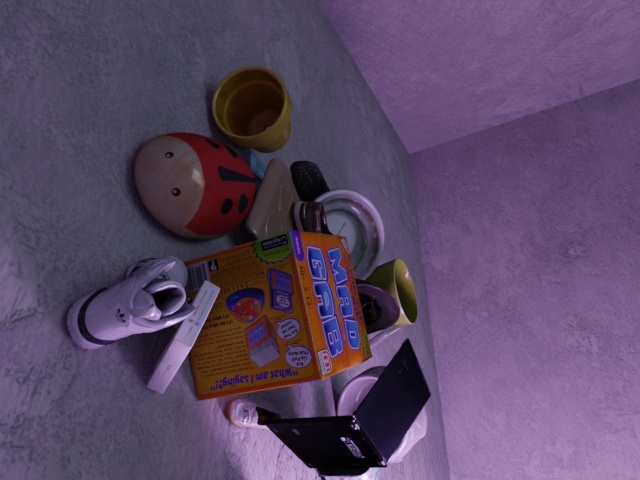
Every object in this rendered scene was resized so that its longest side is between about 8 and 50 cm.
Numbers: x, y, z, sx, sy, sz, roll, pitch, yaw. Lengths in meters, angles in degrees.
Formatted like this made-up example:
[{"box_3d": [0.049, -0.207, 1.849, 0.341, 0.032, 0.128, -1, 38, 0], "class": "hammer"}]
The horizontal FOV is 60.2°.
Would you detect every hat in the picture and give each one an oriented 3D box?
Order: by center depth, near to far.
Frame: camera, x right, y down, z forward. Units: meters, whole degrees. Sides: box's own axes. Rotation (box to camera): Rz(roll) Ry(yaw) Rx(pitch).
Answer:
[{"box_3d": [0.139, 0.223, 2.115, 0.331, 0.331, 0.134, 55, 27, -38], "class": "hat"}]

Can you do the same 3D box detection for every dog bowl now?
[{"box_3d": [0.207, 0.634, 1.999, 0.102, 0.348, 0.349, 9, 67, -51], "class": "dog bowl"}]

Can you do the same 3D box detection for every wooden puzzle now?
[{"box_3d": [-0.144, -0.048, 1.870, 0.348, 0.080, 0.322, 62, 33, -44], "class": "wooden puzzle"}]

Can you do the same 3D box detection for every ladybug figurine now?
[{"box_3d": [-0.312, -0.158, 1.523, 0.449, 0.161, 0.305, -9, 83, -67], "class": "ladybug figurine"}]

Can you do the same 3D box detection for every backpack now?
[{"box_3d": [0.106, 0.760, 1.853, 0.144, 0.188, 0.166, 65, 24, -20], "class": "backpack"}]

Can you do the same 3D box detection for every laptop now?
[{"box_3d": [0.103, 0.504, 1.657, 0.382, 0.407, 0.236, 63, 25, -45], "class": "laptop"}]

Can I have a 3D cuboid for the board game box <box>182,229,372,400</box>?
[{"box_3d": [-0.117, 0.195, 1.490, 0.356, 0.356, 0.357, 6, 70, -66], "class": "board game box"}]

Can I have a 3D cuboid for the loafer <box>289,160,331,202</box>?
[{"box_3d": [-0.023, -0.184, 2.227, 0.130, 0.133, 0.366, 45, -20, 48], "class": "loafer"}]

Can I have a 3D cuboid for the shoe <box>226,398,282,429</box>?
[{"box_3d": [-0.182, 0.483, 1.539, 0.219, 0.058, 0.077, 40, 40, -53], "class": "shoe"}]

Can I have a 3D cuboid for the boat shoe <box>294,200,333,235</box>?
[{"box_3d": [0.000, 0.000, 1.973, 0.117, 0.096, 0.324, -63, 143, -49], "class": "boat shoe"}]

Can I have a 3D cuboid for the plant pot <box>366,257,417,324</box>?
[{"box_3d": [0.221, 0.240, 2.313, 0.275, 0.293, 0.275, 46, 37, -49], "class": "plant pot"}]

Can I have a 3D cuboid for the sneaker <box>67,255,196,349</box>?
[{"box_3d": [-0.348, 0.112, 1.203, 0.137, 0.210, 0.366, 70, 23, -10], "class": "sneaker"}]

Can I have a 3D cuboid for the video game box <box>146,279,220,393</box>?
[{"box_3d": [-0.310, 0.218, 1.253, 0.048, 0.205, 0.187, 30, 37, -8], "class": "video game box"}]

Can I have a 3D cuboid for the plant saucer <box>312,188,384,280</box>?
[{"box_3d": [0.065, -0.005, 2.194, 0.400, 0.100, 0.401, -4, 98, -28], "class": "plant saucer"}]

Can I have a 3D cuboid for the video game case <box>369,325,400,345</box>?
[{"box_3d": [0.207, 0.424, 2.260, 0.026, 0.227, 0.206, 57, 20, 14], "class": "video game case"}]

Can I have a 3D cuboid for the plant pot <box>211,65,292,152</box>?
[{"box_3d": [-0.204, -0.412, 1.855, 0.239, 0.253, 0.254, 47, 33, -73], "class": "plant pot"}]

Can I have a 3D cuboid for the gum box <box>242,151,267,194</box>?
[{"box_3d": [-0.215, -0.188, 1.917, 0.157, 0.041, 0.185, 39, 41, -55], "class": "gum box"}]
